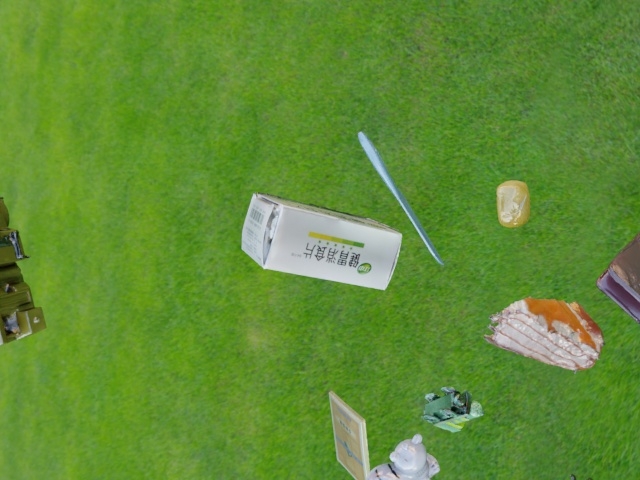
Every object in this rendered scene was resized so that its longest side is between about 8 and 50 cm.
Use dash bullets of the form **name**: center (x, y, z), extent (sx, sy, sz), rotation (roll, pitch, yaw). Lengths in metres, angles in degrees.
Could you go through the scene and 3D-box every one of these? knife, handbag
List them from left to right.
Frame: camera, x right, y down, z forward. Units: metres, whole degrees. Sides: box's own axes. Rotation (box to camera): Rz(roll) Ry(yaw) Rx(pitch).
- **knife**: center (0.159, -0.077, 1.050), extent (0.019, 0.044, 0.313), rotation (-28, 100, 25)
- **handbag**: center (0.689, 0.086, 1.089), extent (0.203, 0.216, 0.074), rotation (45, 152, 19)

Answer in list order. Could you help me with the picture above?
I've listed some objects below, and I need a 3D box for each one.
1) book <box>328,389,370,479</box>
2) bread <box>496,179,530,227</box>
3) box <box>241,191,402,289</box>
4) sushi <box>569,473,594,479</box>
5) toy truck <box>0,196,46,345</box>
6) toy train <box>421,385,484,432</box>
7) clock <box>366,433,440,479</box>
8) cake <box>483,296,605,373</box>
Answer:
- **book**: center (0.081, 0.558, 1.505), extent (0.170, 0.018, 0.242), rotation (25, 126, 57)
- **bread**: center (0.475, -0.089, 1.324), extent (0.082, 0.056, 0.115), rotation (-6, 99, -6)
- **box**: center (-0.002, -0.001, 1.240), extent (0.173, 0.333, 0.145), rotation (28, 104, 62)
- **sushi**: center (0.444, 0.512, 0.860), extent (0.213, 0.200, 0.204), rotation (-63, 29, 4)
- **toy truck**: center (-0.553, 0.049, 0.908), extent (0.127, 0.127, 0.257), rotation (-14, 92, 30)
- **toy train**: center (0.366, 0.468, 1.504), extent (0.200, 0.132, 0.083), rotation (125, 165, -61)
- **clock**: center (0.167, 0.506, 1.181), extent (0.176, 0.117, 0.080), rotation (-36, 30, -10)
- **cake**: center (0.440, 0.181, 1.056), extent (0.098, 0.287, 0.135), rotation (-56, 37, 42)
